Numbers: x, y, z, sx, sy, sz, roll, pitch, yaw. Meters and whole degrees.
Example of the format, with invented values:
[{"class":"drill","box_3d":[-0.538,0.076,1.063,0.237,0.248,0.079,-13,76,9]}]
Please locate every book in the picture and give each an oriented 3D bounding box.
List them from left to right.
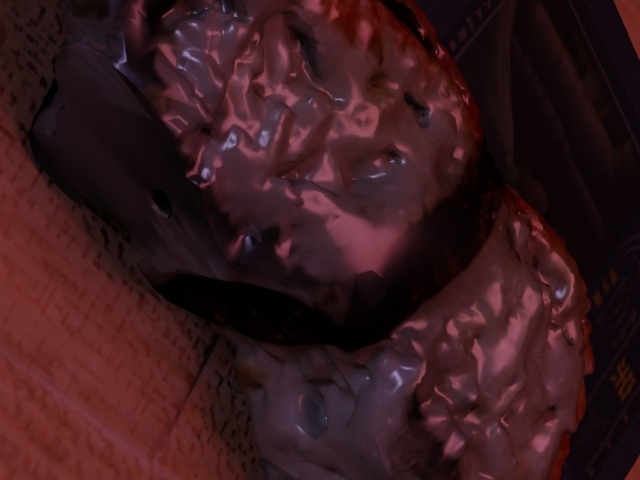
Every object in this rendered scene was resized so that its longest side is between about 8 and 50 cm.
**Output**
[{"class":"book","box_3d":[0.104,-0.016,0.811,0.191,0.025,0.269,-50,124,-32]}]

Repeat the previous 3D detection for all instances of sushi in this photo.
[{"class":"sushi","box_3d":[0.000,0.000,0.637,0.130,0.124,0.332,-48,123,-22]}]
